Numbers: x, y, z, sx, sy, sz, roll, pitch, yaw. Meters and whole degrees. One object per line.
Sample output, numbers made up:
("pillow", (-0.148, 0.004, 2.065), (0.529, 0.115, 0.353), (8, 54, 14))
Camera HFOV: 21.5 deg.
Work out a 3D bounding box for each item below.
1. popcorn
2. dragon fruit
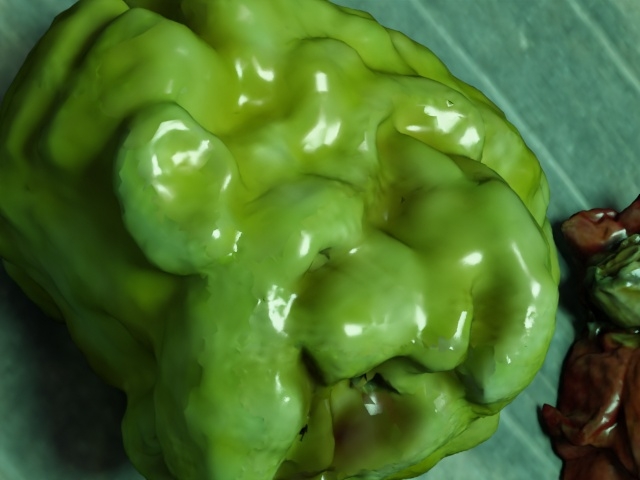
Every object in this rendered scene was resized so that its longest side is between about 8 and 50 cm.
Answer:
("popcorn", (0.000, 0.000, 0.599), (0.200, 0.203, 0.226), (-37, 118, -24))
("dragon fruit", (0.174, 0.065, 0.762), (0.122, 0.092, 0.192), (1, 78, -34))
